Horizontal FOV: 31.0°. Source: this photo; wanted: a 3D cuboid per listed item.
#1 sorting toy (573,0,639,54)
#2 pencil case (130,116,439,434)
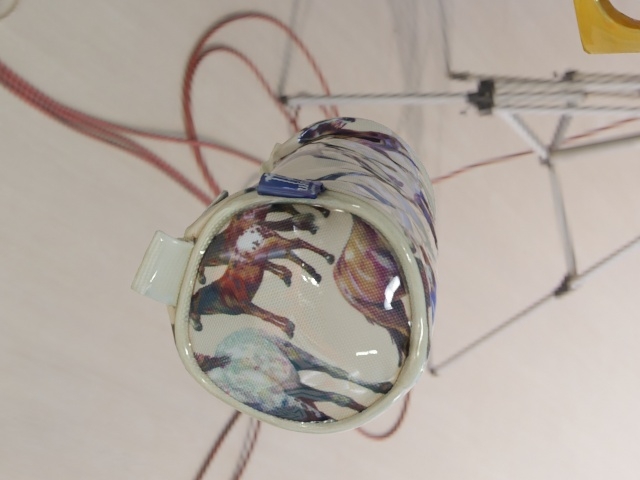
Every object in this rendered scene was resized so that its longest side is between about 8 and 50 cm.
[{"bbox_3d":[0.242,-0.100,0.417,0.047,0.347,0.196,-45,116,-40],"label":"sorting toy"},{"bbox_3d":[0.000,0.000,0.886,0.183,0.160,0.410,33,13,-1],"label":"pencil case"}]
